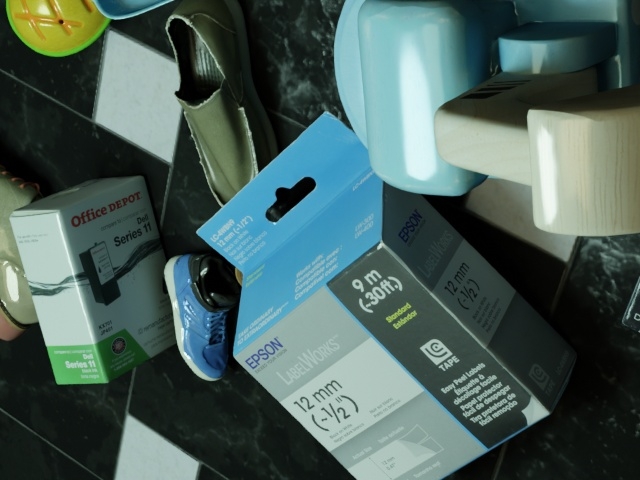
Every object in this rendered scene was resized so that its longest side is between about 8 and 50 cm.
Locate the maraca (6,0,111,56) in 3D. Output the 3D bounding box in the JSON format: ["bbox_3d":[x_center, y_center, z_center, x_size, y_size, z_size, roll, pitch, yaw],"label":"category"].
[{"bbox_3d":[-0.272,-0.290,1.603,0.127,0.099,0.186,39,103,4],"label":"maraca"}]

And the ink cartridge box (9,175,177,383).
[{"bbox_3d":[-0.255,0.042,1.682,0.087,0.153,0.208,-5,106,37],"label":"ink cartridge box"}]

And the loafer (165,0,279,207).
[{"bbox_3d":[-0.116,-0.141,1.547,0.094,0.087,0.251,-5,105,38],"label":"loafer"}]

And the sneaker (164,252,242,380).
[{"bbox_3d":[-0.124,0.087,1.663,0.084,0.058,0.152,-10,95,47],"label":"sneaker"}]

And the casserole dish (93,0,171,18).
[{"bbox_3d":[-0.168,-0.303,1.524,0.188,0.037,0.114,-19,88,22],"label":"casserole dish"}]

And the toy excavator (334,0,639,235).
[{"bbox_3d":[0.146,-0.110,1.131,0.433,0.445,0.222,7,112,35],"label":"toy excavator"}]

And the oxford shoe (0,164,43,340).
[{"bbox_3d":[-0.407,-0.057,1.806,0.130,0.123,0.348,-27,88,12],"label":"oxford shoe"}]

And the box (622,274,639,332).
[{"bbox_3d":[0.364,0.041,1.216,0.156,0.158,0.093,29,123,24],"label":"box"}]

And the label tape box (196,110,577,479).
[{"bbox_3d":[0.043,0.077,1.447,0.347,0.115,0.249,44,130,-8],"label":"label tape box"}]

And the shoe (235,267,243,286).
[{"bbox_3d":[0.000,0.000,1.537,0.219,0.058,0.076,-20,104,39],"label":"shoe"}]
